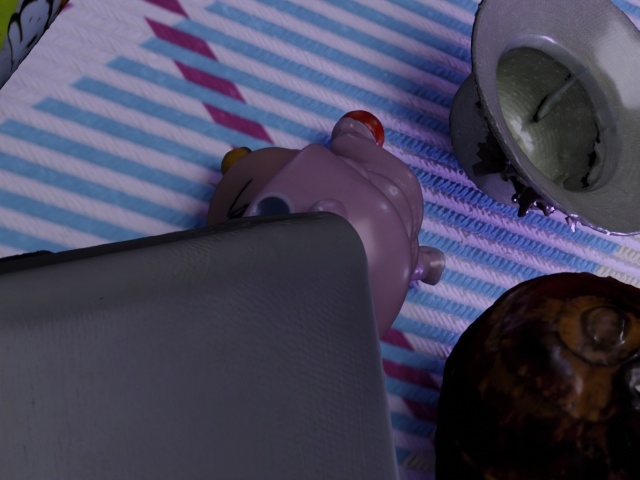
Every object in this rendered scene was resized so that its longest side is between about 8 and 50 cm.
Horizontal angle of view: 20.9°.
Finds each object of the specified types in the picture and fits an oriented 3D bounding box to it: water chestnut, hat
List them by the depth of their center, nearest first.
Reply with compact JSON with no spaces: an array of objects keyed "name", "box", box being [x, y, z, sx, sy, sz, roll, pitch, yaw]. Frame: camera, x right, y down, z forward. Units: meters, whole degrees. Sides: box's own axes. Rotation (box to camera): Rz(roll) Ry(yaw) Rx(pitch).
[{"name":"water chestnut","box":[0.222,0.163,1.367,0.289,0.289,0.244,66,18,5]},{"name":"hat","box":[0.194,-0.102,1.547,0.257,0.130,0.257,18,59,-32]}]

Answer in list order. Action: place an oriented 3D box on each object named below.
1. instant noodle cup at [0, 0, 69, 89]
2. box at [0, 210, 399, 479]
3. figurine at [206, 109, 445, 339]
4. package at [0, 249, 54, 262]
[{"name":"instant noodle cup","box":[-0.300,-0.160,1.093,0.294,0.294,0.308,46,41,-13]},{"name":"box","box":[-0.121,0.173,1.058,0.344,0.177,0.351,-13,96,-42]},{"name":"figurine","box":[0.000,0.000,1.350,0.186,0.176,0.287,20,26,18]},{"name":"package","box":[-0.241,0.110,1.135,0.269,0.071,0.194,-12,82,-52]}]
